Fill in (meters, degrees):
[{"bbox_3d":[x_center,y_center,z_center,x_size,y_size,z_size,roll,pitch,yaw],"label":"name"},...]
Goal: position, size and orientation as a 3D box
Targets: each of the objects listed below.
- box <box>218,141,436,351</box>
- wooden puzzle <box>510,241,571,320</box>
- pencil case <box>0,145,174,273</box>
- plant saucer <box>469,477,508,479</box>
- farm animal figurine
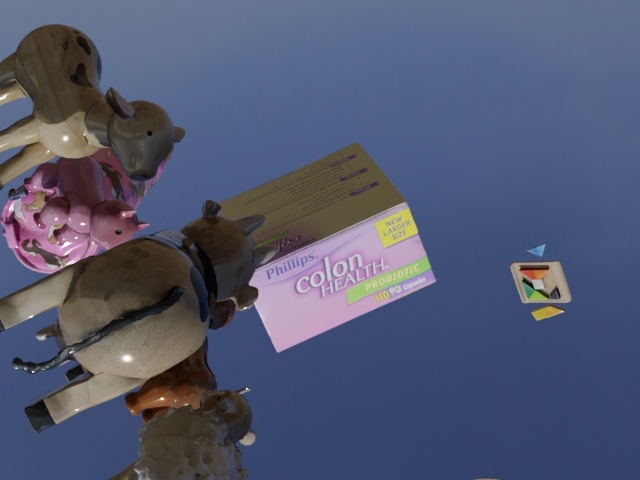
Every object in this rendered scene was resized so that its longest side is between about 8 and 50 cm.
[{"bbox_3d":[0.000,0.000,1.311,0.213,0.117,0.243,-24,-155,-3],"label":"box"},{"bbox_3d":[0.303,0.059,1.416,0.078,0.116,0.014,-13,-157,39],"label":"wooden puzzle"},{"bbox_3d":[-0.377,-0.097,1.705,0.160,0.167,0.386,-47,-171,30],"label":"pencil case"},{"bbox_3d":[0.194,0.311,1.030,0.168,0.168,0.029,3,-164,36],"label":"plant saucer"},{"bbox_3d":[-0.129,0.009,0.745,0.172,0.330,0.327,-26,-158,5],"label":"farm animal figurine"}]
